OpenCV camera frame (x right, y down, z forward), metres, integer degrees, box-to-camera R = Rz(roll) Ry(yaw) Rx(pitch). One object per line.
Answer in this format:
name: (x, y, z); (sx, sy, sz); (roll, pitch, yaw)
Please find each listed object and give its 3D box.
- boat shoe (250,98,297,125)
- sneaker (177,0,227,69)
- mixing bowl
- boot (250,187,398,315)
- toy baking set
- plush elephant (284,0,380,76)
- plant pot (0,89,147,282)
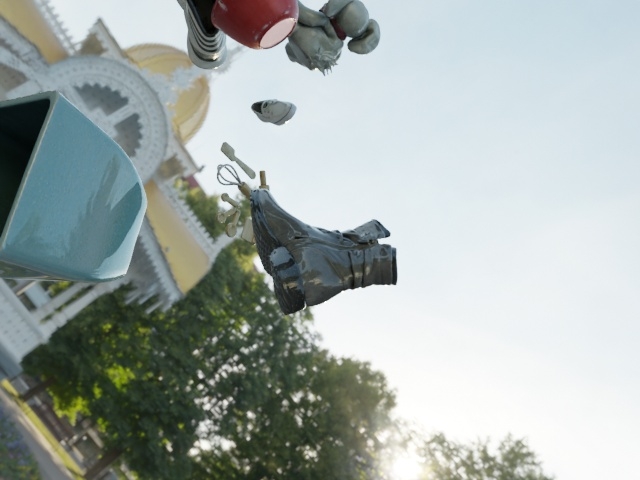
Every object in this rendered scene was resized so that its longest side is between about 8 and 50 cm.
boat shoe: (-0.167, -0.435, 2.160); (0.076, 0.083, 0.226); (30, -14, -32)
sneaker: (-0.363, -0.793, 2.012); (0.257, 0.169, 0.447); (130, -51, -68)
mixing bowl: (-0.110, -0.438, 1.251); (0.098, 0.181, 0.181); (55, -24, 6)
boot: (0.000, 0.000, 1.189); (0.338, 0.223, 0.118); (-117, -163, -47)
toy baking set: (-0.190, -0.116, 1.620); (0.030, 0.197, 0.256); (-2, -90, 33)
plush elephant: (0.027, -0.648, 1.925); (0.330, 0.255, 0.271); (49, -5, 40)
plant pot: (-0.420, -0.049, 1.002); (0.247, 0.247, 0.252); (-1, -22, 33)
